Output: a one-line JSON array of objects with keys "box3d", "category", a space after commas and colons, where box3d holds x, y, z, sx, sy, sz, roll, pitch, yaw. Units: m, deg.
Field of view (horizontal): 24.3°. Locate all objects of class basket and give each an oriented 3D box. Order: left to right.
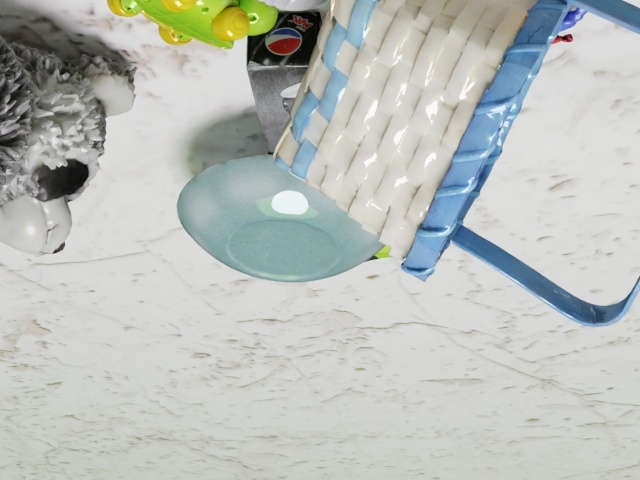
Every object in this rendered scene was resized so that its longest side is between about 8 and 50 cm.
[{"box3d": [0.134, -0.086, 1.037, 0.289, 0.201, 0.255, 33, 133, 7], "category": "basket"}]

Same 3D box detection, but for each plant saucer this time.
[{"box3d": [-0.031, -0.006, 1.303, 0.195, 0.037, 0.195, 3, 149, 2], "category": "plant saucer"}]

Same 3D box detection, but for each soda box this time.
[{"box3d": [-0.020, -0.114, 1.209, 0.060, 0.053, 0.169, -1, 152, 7], "category": "soda box"}]

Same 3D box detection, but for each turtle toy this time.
[{"box3d": [-0.086, -0.179, 1.083, 0.130, 0.066, 0.095, 25, 168, -39], "category": "turtle toy"}]

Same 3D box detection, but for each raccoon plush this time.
[{"box3d": [-0.289, -0.171, 1.082, 0.216, 0.299, 0.446, 7, 122, 24], "category": "raccoon plush"}]

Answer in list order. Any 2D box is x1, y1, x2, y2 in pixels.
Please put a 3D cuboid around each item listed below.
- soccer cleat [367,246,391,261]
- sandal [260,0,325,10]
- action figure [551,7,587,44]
[{"box3d": [0.000, 0.000, 1.411, 0.179, 0.060, 0.072, 1, 153, -2], "category": "soccer cleat"}, {"box3d": [-0.068, -0.234, 0.969, 0.265, 0.076, 0.102, 17, 126, -46], "category": "sandal"}, {"box3d": [0.175, -0.164, 1.127, 0.038, 0.030, 0.115, 17, 151, -32], "category": "action figure"}]
